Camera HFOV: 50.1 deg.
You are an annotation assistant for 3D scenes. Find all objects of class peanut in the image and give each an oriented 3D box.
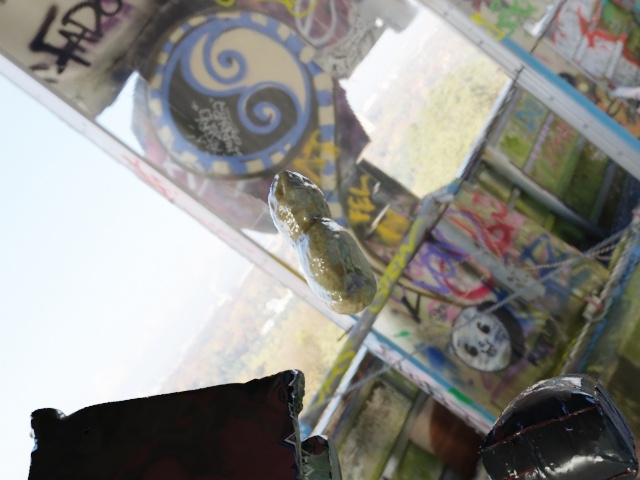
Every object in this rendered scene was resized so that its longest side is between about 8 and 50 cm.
[{"bbox_3d":[-0.001,0.000,0.937,0.086,0.227,0.104,-29,-18,-12],"label":"peanut"}]

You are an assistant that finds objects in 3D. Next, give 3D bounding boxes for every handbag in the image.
[{"bbox_3d":[0.303,0.260,0.879,0.169,0.155,0.215,-35,-16,17],"label":"handbag"}]

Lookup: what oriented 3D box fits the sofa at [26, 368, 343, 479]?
[{"bbox_3d":[-0.103,0.240,0.531,0.182,0.258,0.200,84,175,-46],"label":"sofa"}]
